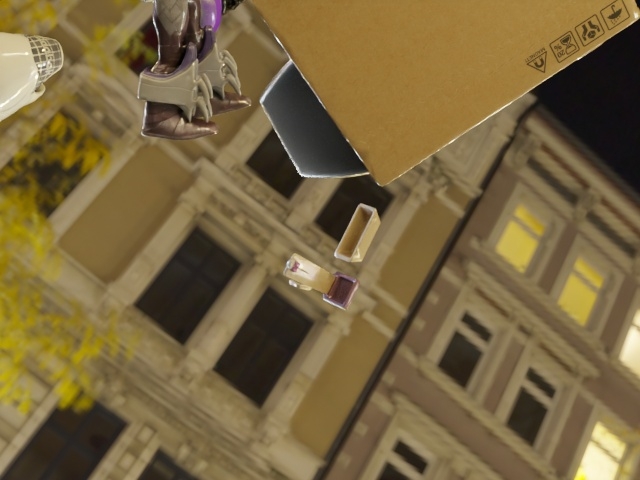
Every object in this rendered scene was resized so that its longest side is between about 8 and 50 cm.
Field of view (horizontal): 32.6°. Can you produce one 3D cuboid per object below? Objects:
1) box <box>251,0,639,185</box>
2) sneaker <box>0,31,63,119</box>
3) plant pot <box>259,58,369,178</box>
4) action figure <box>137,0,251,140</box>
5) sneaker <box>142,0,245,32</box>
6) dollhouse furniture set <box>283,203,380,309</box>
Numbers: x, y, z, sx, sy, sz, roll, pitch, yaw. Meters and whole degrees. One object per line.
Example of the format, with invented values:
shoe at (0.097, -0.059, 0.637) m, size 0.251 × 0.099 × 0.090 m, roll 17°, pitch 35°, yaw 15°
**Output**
box at (0.079, -0.146, 0.671) m, size 0.201 × 0.021 × 0.164 m, roll -33°, pitch -57°, yaw 7°
sneaker at (-0.307, -0.143, 1.021) m, size 0.235 × 0.095 × 0.090 m, roll 2°, pitch -69°, yaw 63°
plant pot at (0.033, -0.185, 1.465) m, size 0.167 × 0.187 × 0.188 m, roll -20°, pitch -77°, yaw 43°
action figure at (-0.138, -0.247, 1.046) m, size 0.099 × 0.185 × 0.285 m, roll -3°, pitch -63°, yaw 8°
sneaker at (-0.133, -0.317, 1.318) m, size 0.146 × 0.293 × 0.102 m, roll -5°, pitch -63°, yaw -17°
dollhouse furniture set at (0.000, 0.000, 1.196) m, size 0.081 × 0.114 × 0.091 m, roll 29°, pitch -4°, yaw -37°
